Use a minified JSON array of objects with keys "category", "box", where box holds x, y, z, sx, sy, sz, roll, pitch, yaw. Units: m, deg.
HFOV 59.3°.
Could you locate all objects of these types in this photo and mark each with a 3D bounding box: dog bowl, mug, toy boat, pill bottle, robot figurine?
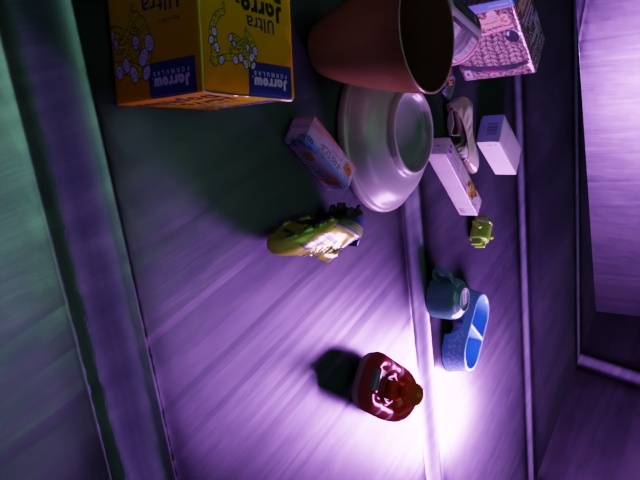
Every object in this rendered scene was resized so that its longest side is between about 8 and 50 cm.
[{"category":"dog bowl","box":[0.488,0.297,1.872,0.166,0.074,0.297,46,57,-45]},{"category":"mug","box":[0.387,0.168,1.704,0.158,0.097,0.129,44,59,-46]},{"category":"toy boat","box":[0.191,0.378,1.416,0.231,0.151,0.151,40,62,-47]},{"category":"pill bottle","box":[0.293,-0.571,1.461,0.283,0.161,0.161,4,89,-53]},{"category":"robot figurine","box":[0.551,-0.033,1.931,0.101,0.067,0.115,32,67,-37]}]

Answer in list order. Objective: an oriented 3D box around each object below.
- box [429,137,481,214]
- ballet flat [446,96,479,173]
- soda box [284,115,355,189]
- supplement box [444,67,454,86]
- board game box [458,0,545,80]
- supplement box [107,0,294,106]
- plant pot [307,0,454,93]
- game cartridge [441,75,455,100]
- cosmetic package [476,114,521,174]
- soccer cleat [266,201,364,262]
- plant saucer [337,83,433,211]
[{"category":"box","box":[0.418,-0.191,1.742,0.324,0.067,0.063,46,56,-44]},{"category":"ballet flat","box":[0.436,-0.320,1.758,0.086,0.086,0.248,-35,118,-46]},{"category":"soda box","box":[0.003,-0.181,1.193,0.183,0.058,0.063,44,59,-45]},{"category":"supplement box","box":[0.361,-0.496,1.657,0.055,0.043,0.083,-31,118,-49]},{"category":"board game box","box":[0.514,-0.643,1.692,0.291,0.232,0.141,44,59,-45]},{"category":"supplement box","box":[-0.177,-0.380,0.820,0.195,0.194,0.356,-14,104,-52]},{"category":"plant pot","box":[0.107,-0.408,1.149,0.237,0.254,0.237,-6,98,-54]},{"category":"game cartridge","box":[0.392,-0.474,1.725,0.056,0.017,0.083,34,66,-45]},{"category":"cosmetic package","box":[0.642,-0.339,2.015,0.231,0.085,0.117,39,62,-50]},{"category":"soccer cleat","box":[0.001,0.000,1.181,0.289,0.093,0.121,-21,117,-50]},{"category":"plant saucer","box":[0.193,-0.269,1.407,0.400,0.100,0.400,-7,99,-53]}]
